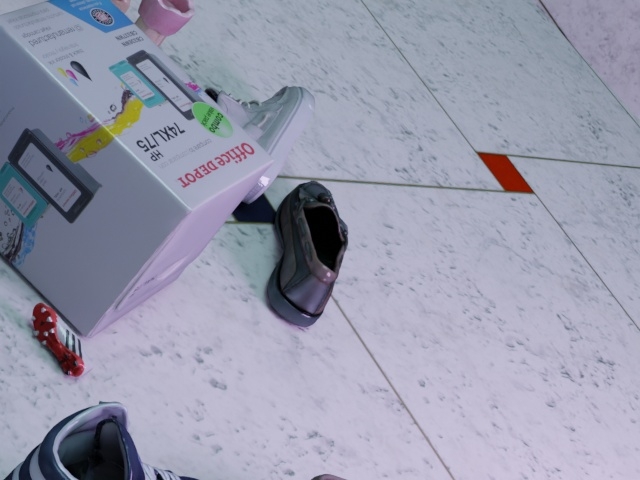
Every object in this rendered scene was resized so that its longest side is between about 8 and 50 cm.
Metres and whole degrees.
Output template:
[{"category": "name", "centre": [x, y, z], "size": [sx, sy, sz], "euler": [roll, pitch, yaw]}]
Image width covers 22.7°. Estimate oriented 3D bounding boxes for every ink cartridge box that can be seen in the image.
[{"category": "ink cartridge box", "centre": [-0.231, -0.083, 1.617], "size": [0.270, 0.197, 0.198], "euler": [44, 29, 5]}]

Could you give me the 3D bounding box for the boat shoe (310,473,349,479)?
[{"category": "boat shoe", "centre": [0.095, 0.318, 1.557], "size": [0.324, 0.097, 0.117], "euler": [27, 31, -24]}]

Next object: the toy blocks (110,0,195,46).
[{"category": "toy blocks", "centre": [-0.292, -0.415, 1.945], "size": [0.288, 0.260, 0.309], "euler": [16, 37, -37]}]

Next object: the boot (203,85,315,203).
[{"category": "boot", "centre": [-0.091, -0.155, 1.995], "size": [0.123, 0.095, 0.258], "euler": [42, 28, -12]}]

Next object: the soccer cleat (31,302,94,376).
[{"category": "soccer cleat", "centre": [-0.247, 0.095, 1.530], "size": [0.083, 0.029, 0.035], "euler": [53, 21, 14]}]

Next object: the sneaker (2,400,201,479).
[{"category": "sneaker", "centre": [-0.151, 0.213, 1.345], "size": [0.282, 0.153, 0.099], "euler": [5, 45, -48]}]

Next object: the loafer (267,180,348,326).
[{"category": "loafer", "centre": [0.000, 0.000, 1.902], "size": [0.096, 0.084, 0.267], "euler": [32, 29, -15]}]
